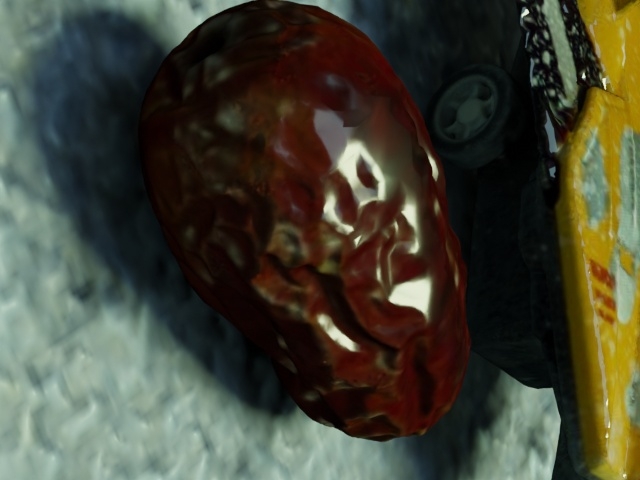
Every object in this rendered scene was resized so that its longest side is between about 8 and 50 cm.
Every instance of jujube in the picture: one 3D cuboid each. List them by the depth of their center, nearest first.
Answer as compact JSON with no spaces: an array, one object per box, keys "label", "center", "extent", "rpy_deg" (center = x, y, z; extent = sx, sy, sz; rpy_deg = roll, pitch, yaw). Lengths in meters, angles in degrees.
[{"label":"jujube","center":[0.000,0.000,0.444],"extent":[0.077,0.077,0.129],"rpy_deg":[-61,138,-42]}]

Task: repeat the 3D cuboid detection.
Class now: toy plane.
[{"label":"toy plane","center":[0.088,0.028,0.542],"extent":[0.204,0.103,0.316],"rpy_deg":[33,63,-44]}]
